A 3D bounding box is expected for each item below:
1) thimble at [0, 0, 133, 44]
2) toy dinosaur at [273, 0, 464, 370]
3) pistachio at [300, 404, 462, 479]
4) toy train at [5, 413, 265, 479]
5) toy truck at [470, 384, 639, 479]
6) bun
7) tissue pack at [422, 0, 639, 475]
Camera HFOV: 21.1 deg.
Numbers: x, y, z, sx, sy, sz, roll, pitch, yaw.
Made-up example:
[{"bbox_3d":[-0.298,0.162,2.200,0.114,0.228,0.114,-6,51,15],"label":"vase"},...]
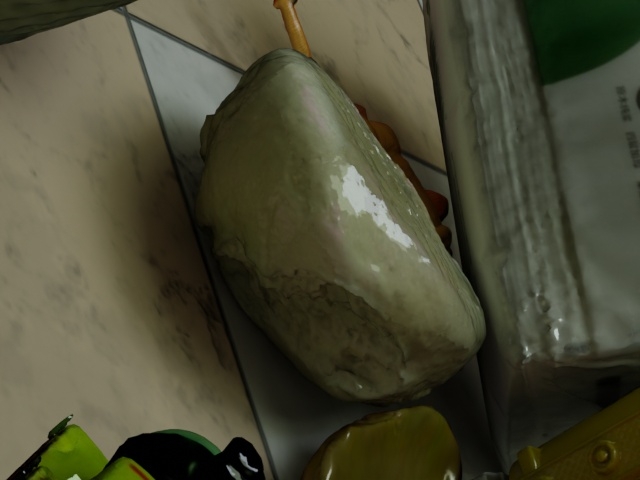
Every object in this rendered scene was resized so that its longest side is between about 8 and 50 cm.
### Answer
[{"bbox_3d":[-0.136,-0.235,0.845,0.271,0.150,0.271,-15,90,-69],"label":"thimble"},{"bbox_3d":[0.031,-0.046,1.134,0.288,0.070,0.117,63,13,0],"label":"toy dinosaur"},{"bbox_3d":[0.024,0.138,0.912,0.173,0.049,0.089,-6,88,-60],"label":"pistachio"},{"bbox_3d":[-0.106,0.143,0.519,0.100,0.160,0.296,52,23,-5],"label":"toy train"},{"bbox_3d":[0.159,0.147,0.961,0.114,0.227,0.098,24,41,-42],"label":"toy truck"},{"bbox_3d":[0.000,0.000,0.953,0.210,0.116,0.237,57,8,2],"label":"bun"},{"bbox_3d":[0.180,-0.042,1.123,0.266,0.194,0.356,76,6,-63],"label":"tissue pack"}]
